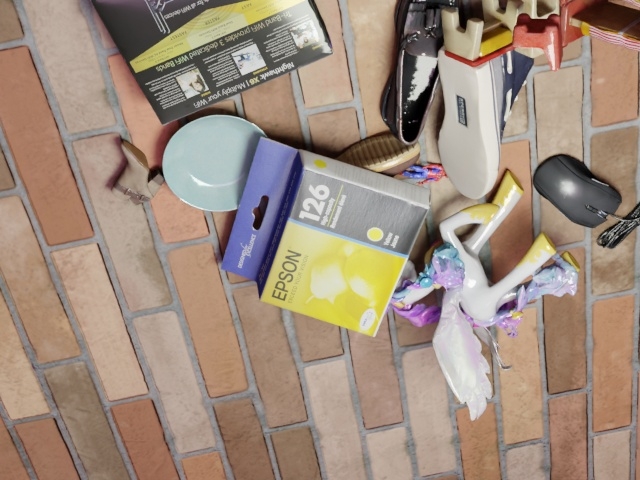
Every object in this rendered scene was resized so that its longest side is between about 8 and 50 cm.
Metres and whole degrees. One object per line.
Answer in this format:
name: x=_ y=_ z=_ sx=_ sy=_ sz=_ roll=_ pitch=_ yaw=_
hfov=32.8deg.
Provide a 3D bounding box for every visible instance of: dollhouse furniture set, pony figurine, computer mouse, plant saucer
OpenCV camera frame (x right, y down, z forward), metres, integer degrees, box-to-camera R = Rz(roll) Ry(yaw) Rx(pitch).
dollhouse furniture set: x=0.387 y=-0.312 z=1.643 sx=0.374 sy=0.201 sz=0.152 roll=-28 pitch=129 yaw=-28
pony figurine: x=0.286 y=0.103 z=2.012 sx=0.363 sy=0.303 sz=0.351 roll=-36 pitch=91 yaw=21
computer mouse: x=0.530 y=-0.088 z=2.007 sx=0.262 sy=0.060 sz=0.184 roll=36 pitch=114 yaw=-29
plant saucer: x=-0.175 y=-0.139 z=1.877 sx=0.195 sy=0.037 sz=0.195 roll=-4 pitch=126 yaw=-5

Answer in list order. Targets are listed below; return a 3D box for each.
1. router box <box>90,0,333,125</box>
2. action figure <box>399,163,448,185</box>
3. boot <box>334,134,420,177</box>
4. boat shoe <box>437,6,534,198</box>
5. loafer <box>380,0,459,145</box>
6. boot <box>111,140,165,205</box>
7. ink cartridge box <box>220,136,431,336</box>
router box: x=-0.165 y=-0.349 z=1.700 sx=0.309 sy=0.081 sz=0.243 roll=-21 pitch=126 yaw=7
action figure: x=0.183 y=-0.121 z=1.952 sx=0.115 sy=0.030 sz=0.038 roll=3 pitch=120 yaw=-13
boot: x=0.094 y=-0.069 z=1.942 sx=0.248 sy=0.090 sz=0.207 roll=-22 pitch=127 yaw=16
boat shoe: x=0.290 y=-0.227 z=1.829 sx=0.158 sy=0.127 sz=0.340 roll=-37 pitch=146 yaw=-23
loafer: x=0.170 y=-0.297 z=1.780 sx=0.109 sy=0.095 sz=0.302 roll=4 pitch=125 yaw=-11
boot: x=-0.327 y=-0.110 z=1.874 sx=0.087 sy=0.042 sz=0.118 roll=-34 pitch=123 yaw=18
ink cartridge box: x=0.000 y=0.000 z=1.899 sx=0.307 sy=0.072 sz=0.303 roll=16 pitch=126 yaw=-5
